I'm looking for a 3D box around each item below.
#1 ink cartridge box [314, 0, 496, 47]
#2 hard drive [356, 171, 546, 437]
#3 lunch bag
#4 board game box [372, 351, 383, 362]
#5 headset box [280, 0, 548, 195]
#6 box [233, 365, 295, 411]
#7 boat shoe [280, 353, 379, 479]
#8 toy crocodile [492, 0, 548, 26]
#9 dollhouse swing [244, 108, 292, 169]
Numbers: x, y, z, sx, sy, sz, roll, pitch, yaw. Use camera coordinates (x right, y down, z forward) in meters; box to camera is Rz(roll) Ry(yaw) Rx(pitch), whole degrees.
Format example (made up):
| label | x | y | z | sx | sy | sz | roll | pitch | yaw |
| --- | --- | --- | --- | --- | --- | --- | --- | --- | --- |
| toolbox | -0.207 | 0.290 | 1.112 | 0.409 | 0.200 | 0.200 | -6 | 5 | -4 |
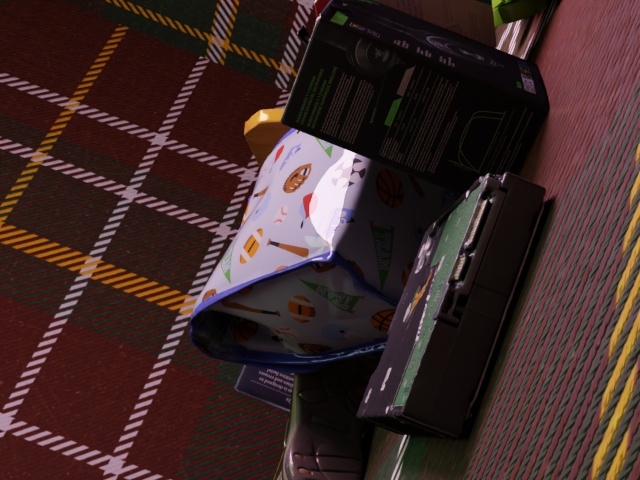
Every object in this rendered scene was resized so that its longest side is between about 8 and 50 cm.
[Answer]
| label | x | y | z | sx | sy | sz | roll | pitch | yaw |
| --- | --- | --- | --- | --- | --- | --- | --- | --- | --- |
| ink cartridge box | 0.105 | -0.294 | 1.449 | 0.078 | 0.231 | 0.134 | -116 | 12 | -59 |
| hard drive | 0.121 | 0.077 | 1.099 | 0.339 | 0.064 | 0.237 | 112 | 179 | -79 |
| lunch bag | 0.000 | 0.000 | 1.562 | 0.385 | 0.239 | 0.328 | -19 | 39 | 43 |
| board game box | 0.070 | 0.156 | 1.843 | 0.233 | 0.078 | 0.347 | 121 | 170 | -85 |
| headset box | 0.101 | -0.177 | 1.284 | 0.246 | 0.283 | 0.131 | -69 | 0 | -69 |
| box | 0.000 | 0.136 | 2.270 | 0.293 | 0.212 | 0.395 | -79 | 12 | -83 |
| boat shoe | 0.000 | 0.275 | 1.578 | 0.355 | 0.132 | 0.130 | -68 | 0 | -58 |
| toy crocodile | 0.261 | -0.363 | 1.519 | 0.105 | 0.115 | 0.340 | -25 | 9 | -5 |
| dollhouse swing | 0.062 | -0.260 | 2.099 | 0.347 | 0.305 | 0.315 | 66 | -140 | -66 |
